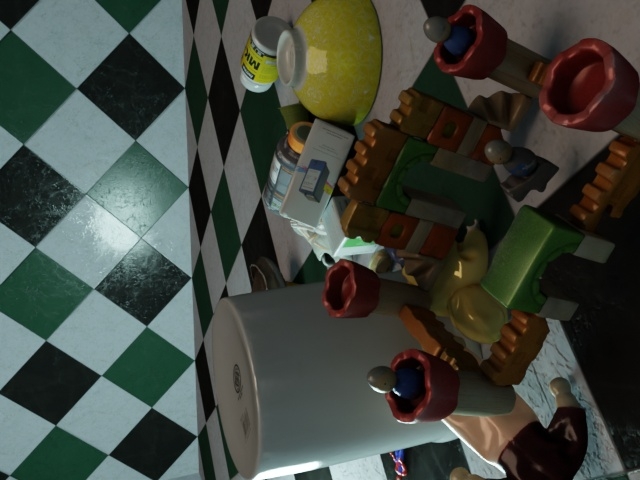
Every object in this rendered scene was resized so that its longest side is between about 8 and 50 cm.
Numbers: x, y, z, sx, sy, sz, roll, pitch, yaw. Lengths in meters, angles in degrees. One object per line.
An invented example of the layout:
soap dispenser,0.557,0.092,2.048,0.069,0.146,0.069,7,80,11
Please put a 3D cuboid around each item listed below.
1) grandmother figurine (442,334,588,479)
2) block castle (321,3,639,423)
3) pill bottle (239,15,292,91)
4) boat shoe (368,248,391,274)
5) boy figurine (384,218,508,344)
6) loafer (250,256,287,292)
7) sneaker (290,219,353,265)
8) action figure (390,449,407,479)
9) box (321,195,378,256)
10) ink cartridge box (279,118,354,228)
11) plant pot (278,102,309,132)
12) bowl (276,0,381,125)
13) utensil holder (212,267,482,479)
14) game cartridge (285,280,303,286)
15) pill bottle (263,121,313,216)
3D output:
grandmother figurine,0.272,0.274,0.856,0.208,0.104,0.342,-52,50,11
block castle,0.171,-0.035,0.775,0.453,0.213,0.303,-66,31,19
pill bottle,-0.154,-0.507,1.748,0.208,0.119,0.119,133,128,-62
boat shoe,0.126,0.073,1.297,0.135,0.050,0.045,94,155,-47
boy figurine,0.201,0.045,1.007,0.177,0.092,0.285,-46,53,9
loafer,-0.158,0.227,1.789,0.134,0.130,0.366,151,111,-67
sneaker,0.000,0.000,1.527,0.262,0.099,0.121,-168,69,-68
action figure,0.164,0.450,1.318,0.038,0.030,0.115,14,110,62
box,0.070,-0.032,1.330,0.087,0.101,0.102,121,138,-57
ink cartridge box,-0.009,-0.146,1.360,0.154,0.093,0.212,-88,22,-79
plant pot,-0.061,-0.312,1.631,0.083,0.083,0.079,22,127,66
bowl,-0.003,-0.388,1.354,0.289,0.156,0.289,174,90,-68
utensil holder,0.030,0.223,1.115,0.327,0.385,0.327,175,90,-69
game cartridge,-0.102,0.284,1.904,0.285,0.052,0.324,179,87,-68
pill bottle,-0.058,-0.178,1.575,0.246,0.130,0.130,113,145,-50
